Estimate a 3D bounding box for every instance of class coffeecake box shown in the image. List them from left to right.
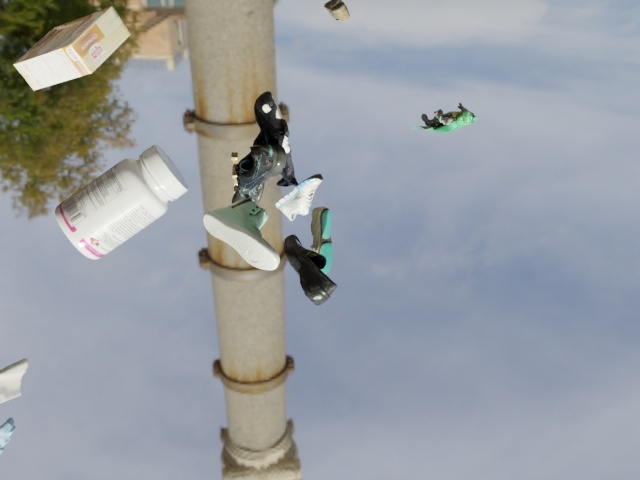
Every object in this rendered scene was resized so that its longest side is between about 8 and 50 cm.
[{"bbox_3d":[-0.490,-0.379,1.456,0.186,0.068,0.142,-4,-138,35],"label":"coffeecake box"}]

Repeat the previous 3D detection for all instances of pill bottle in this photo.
[{"bbox_3d":[-0.468,-0.094,1.752,0.283,0.160,0.160,-34,-146,1],"label":"pill bottle"}]

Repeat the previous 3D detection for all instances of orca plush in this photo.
[{"bbox_3d":[-0.152,-0.275,2.105,0.102,0.287,0.151,-22,-141,-16],"label":"orca plush"}]

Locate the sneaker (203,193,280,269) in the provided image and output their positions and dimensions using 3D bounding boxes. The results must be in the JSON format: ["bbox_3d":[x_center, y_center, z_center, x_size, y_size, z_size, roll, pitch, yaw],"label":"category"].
[{"bbox_3d":[-0.164,-0.030,1.895,0.256,0.094,0.151,34,-132,29],"label":"sneaker"}]

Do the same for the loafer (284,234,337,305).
[{"bbox_3d":[-0.022,0.058,1.723,0.078,0.076,0.223,-37,-136,7],"label":"loafer"}]

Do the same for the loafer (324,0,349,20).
[{"bbox_3d":[0.047,-0.647,2.069,0.056,0.050,0.148,-28,-152,9],"label":"loafer"}]

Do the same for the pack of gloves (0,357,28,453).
[{"bbox_3d":[-0.616,0.344,1.357,0.046,0.195,0.232,16,-169,12],"label":"pack of gloves"}]

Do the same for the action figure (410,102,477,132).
[{"bbox_3d":[0.331,-0.310,1.875,0.137,0.063,0.232,-19,-167,-12],"label":"action figure"}]

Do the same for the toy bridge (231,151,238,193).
[{"bbox_3d":[-0.321,-0.260,2.786,0.026,0.188,0.063,-1,-135,-4],"label":"toy bridge"}]

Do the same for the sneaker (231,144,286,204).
[{"bbox_3d":[-0.200,-0.182,2.071,0.106,0.267,0.101,6,-129,-33],"label":"sneaker"}]

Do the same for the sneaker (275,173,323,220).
[{"bbox_3d":[-0.044,-0.120,2.090,0.071,0.191,0.083,-29,-97,-47],"label":"sneaker"}]

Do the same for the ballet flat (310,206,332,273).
[{"bbox_3d":[0.000,0.000,1.804,0.052,0.168,0.057,7,-175,43],"label":"ballet flat"}]
